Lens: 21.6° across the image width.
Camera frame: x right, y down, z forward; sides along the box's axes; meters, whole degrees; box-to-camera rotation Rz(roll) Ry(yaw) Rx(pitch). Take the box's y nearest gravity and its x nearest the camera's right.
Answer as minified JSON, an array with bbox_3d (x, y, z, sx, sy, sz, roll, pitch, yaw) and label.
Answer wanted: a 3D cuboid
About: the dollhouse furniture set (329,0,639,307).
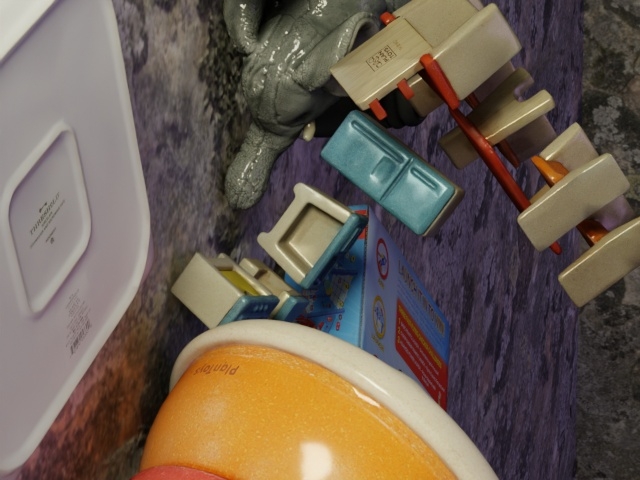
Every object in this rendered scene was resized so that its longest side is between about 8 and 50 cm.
[{"bbox_3d":[0.134,-0.086,1.416,0.259,0.135,0.262,51,3,-37],"label":"dollhouse furniture set"}]

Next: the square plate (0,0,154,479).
[{"bbox_3d":[-0.193,-0.017,1.082,0.347,0.049,0.344,-61,152,-48],"label":"square plate"}]

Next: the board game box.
[{"bbox_3d":[0.047,0.166,1.715,0.308,0.086,0.302,53,36,-57],"label":"board game box"}]

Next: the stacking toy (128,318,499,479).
[{"bbox_3d":[-0.100,0.320,1.244,0.480,0.350,0.351,-44,142,-34],"label":"stacking toy"}]

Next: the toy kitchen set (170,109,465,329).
[{"bbox_3d":[0.000,0.000,1.433,0.207,0.122,0.166,-54,164,9],"label":"toy kitchen set"}]

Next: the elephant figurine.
[{"bbox_3d":[-0.008,-0.171,1.459,0.239,0.169,0.186,-50,117,-33],"label":"elephant figurine"}]

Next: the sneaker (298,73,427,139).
[{"bbox_3d":[0.066,-0.237,1.647,0.104,0.146,0.296,34,64,-69],"label":"sneaker"}]
